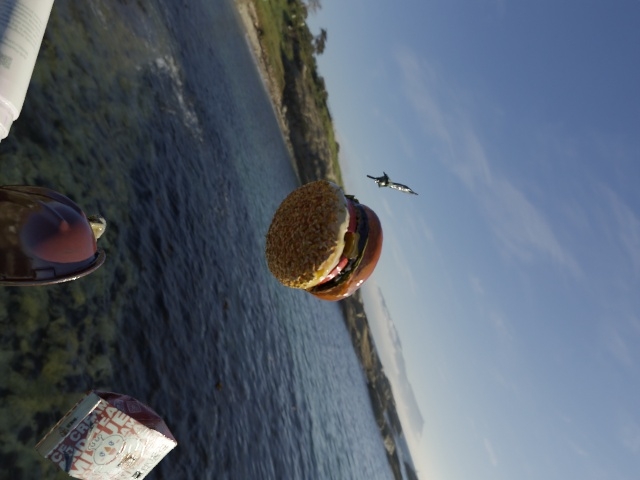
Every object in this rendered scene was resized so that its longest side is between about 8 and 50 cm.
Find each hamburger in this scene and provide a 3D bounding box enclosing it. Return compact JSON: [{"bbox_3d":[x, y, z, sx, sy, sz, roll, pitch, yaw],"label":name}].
[{"bbox_3d":[0.000,0.000,1.367,0.250,0.330,0.330,33,29,-37],"label":"hamburger"}]

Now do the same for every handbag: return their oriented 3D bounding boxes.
[{"bbox_3d":[-0.496,0.449,1.101,0.151,0.171,0.298,33,-20,37],"label":"handbag"}]

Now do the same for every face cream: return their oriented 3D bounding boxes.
[{"bbox_3d":[-0.485,-0.279,0.706,0.102,0.101,0.346,66,28,-68],"label":"face cream"}]

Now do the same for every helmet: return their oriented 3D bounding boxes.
[{"bbox_3d":[-0.219,-0.011,0.344,0.089,0.111,0.057,-91,-173,-67],"label":"helmet"}]

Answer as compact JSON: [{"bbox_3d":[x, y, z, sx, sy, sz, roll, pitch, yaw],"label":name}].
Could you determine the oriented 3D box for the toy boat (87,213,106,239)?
[{"bbox_3d":[-0.552,0.004,0.889,0.121,0.320,0.089,37,50,-73],"label":"toy boat"}]

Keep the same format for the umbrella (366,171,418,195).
[{"bbox_3d":[0.194,-0.152,1.266,0.044,0.044,0.268,29,12,34],"label":"umbrella"}]
